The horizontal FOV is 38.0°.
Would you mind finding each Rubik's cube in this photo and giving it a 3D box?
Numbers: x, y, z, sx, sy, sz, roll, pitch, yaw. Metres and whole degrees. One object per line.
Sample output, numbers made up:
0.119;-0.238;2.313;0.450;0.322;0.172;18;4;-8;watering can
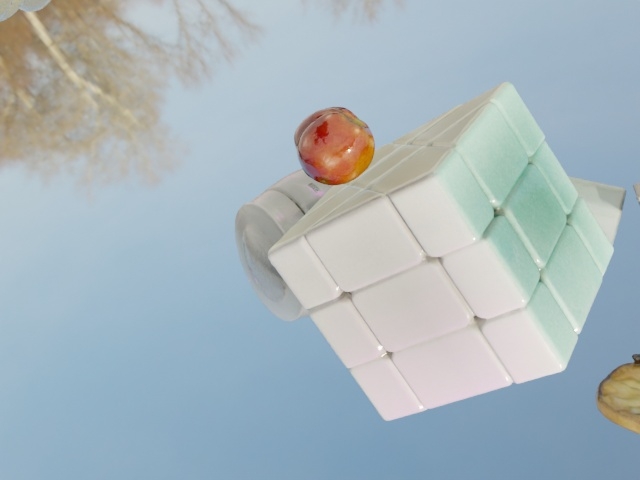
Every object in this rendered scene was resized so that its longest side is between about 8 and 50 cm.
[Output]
0.180;0.017;1.331;0.319;0.316;0.322;-26;-165;39;Rubik's cube

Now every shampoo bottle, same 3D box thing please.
0.000;0.000;1.711;0.266;0.273;0.273;-23;-163;-30;shampoo bottle

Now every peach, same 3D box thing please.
0.015;-0.113;1.137;0.101;0.101;0.101;-29;-153;17;peach

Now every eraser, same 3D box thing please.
0.409;-0.061;1.738;0.290;0.189;0.104;15;-118;17;eraser

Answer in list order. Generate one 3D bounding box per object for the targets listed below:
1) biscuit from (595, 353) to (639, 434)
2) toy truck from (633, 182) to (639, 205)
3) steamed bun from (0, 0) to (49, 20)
0.477;0.221;1.230;0.203;0.260;0.041;-119;-143;-55;biscuit
0.585;-0.103;1.483;0.286;0.111;0.136;118;-31;-55;toy truck
-0.281;-0.335;0.759;0.368;0.255;0.342;-79;-173;-54;steamed bun
